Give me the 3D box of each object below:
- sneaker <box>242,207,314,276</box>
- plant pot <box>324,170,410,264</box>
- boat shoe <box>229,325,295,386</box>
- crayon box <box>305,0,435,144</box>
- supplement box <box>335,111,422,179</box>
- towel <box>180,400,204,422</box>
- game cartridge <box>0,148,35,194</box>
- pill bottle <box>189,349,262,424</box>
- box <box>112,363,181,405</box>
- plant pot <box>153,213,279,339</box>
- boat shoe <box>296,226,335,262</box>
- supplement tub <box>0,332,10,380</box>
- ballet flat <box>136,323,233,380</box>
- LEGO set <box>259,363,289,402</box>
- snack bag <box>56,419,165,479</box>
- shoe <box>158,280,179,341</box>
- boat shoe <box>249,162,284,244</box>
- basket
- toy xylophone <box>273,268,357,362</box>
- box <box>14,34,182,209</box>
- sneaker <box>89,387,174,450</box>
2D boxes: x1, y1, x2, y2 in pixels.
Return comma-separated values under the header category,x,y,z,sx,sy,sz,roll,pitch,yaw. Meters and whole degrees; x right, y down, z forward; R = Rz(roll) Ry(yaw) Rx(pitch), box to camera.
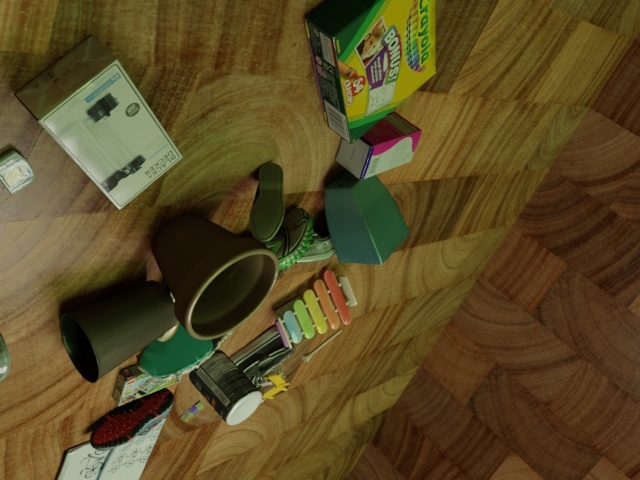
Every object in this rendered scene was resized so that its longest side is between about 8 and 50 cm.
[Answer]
category,x,y,z,sx,sy,sz,roll,pitch,yaw
sneaker,-0.146,0.026,1.822,0.343,0.134,0.146,-50,115,-29
plant pot,0.118,-0.075,1.961,0.165,0.165,0.234,-44,122,-37
boat shoe,-0.226,0.421,2.232,0.335,0.119,0.121,-41,152,-14
crayon box,0.135,-0.456,1.625,0.313,0.106,0.363,-41,152,-14
supplement box,0.165,-0.267,1.911,0.220,0.114,0.111,-22,142,-39
towel,-0.423,0.569,2.259,0.083,0.009,0.060,-39,151,-17
game cartridge,-0.535,-0.120,1.192,0.056,0.017,0.083,-42,153,-20
pill bottle,-0.292,0.405,1.977,0.130,0.245,0.130,-34,148,-25
box,-0.474,0.379,1.910,0.207,0.036,0.114,-16,139,-46
plant pot,-0.264,0.058,1.583,0.263,0.229,0.263,-35,150,-23
boat shoe,0.003,-0.001,2.047,0.320,0.118,0.103,-19,98,-39
supplement tub,-0.707,0.237,1.298,0.190,0.117,0.117,-13,137,-49
ballet flat,-0.316,0.244,1.871,0.409,0.147,0.147,-36,151,-22
LEGO set,-0.181,0.480,2.440,0.132,0.107,0.287,-3,145,-8
snack bag,-0.650,0.685,2.054,0.342,0.037,0.323,-7,133,-51
shoe,-0.385,0.159,1.718,0.058,0.076,0.219,3,117,-46
boat shoe,-0.126,-0.080,1.659,0.069,0.081,0.228,100,-4,-57
basket,-0.458,0.195,1.578,0.227,0.154,0.204,-31,155,-37
toy xylophone,-0.012,0.256,2.266,0.322,0.081,0.236,-39,110,-29
box,-0.383,-0.201,1.227,0.169,0.087,0.290,-42,152,-11
sneaker,-0.533,0.535,1.956,0.262,0.104,0.125,-26,148,-36
